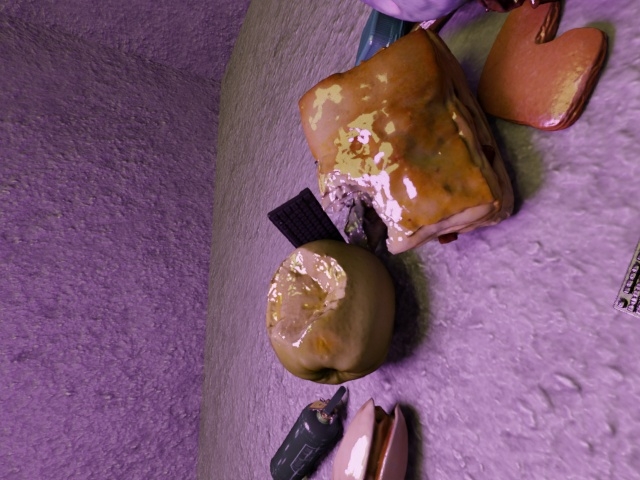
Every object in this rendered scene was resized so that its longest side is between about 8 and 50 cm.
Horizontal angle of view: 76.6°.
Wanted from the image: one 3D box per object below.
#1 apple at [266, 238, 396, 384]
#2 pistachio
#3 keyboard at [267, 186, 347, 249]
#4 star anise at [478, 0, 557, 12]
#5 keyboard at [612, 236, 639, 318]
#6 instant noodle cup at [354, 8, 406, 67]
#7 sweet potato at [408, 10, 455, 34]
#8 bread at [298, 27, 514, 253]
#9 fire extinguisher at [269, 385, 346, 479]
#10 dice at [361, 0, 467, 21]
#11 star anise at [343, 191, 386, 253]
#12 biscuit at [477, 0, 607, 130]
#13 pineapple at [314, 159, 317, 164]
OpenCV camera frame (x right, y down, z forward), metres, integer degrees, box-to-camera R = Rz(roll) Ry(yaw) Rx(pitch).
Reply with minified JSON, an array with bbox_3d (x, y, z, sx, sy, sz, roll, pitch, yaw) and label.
[{"bbox_3d":[0.020,0.141,0.790,0.279,0.278,0.280,-31,55,58],"label":"apple"},{"bbox_3d":[0.089,0.395,0.722,0.152,0.126,0.224,-17,-60,-79],"label":"pistachio"},{"bbox_3d":[0.000,0.000,0.844,0.100,0.310,0.018,-32,55,4],"label":"keyboard"},{"bbox_3d":[0.306,-0.381,0.524,0.220,0.125,0.190,-46,36,14],"label":"star anise"},{"bbox_3d":[0.365,-0.008,0.406,0.074,0.015,0.197,36,115,61],"label":"keyboard"},{"bbox_3d":[0.130,-0.447,0.909,0.157,0.070,0.179,133,151,-66],"label":"instant noodle cup"},{"bbox_3d":[0.212,-0.421,0.813,0.182,0.053,0.054,-52,-1,41],"label":"sweet potato"},{"bbox_3d":[0.108,-0.161,0.675,0.314,0.191,0.371,-21,67,32],"label":"bread"},{"bbox_3d":[-0.026,0.469,0.971,0.095,0.114,0.311,37,125,17],"label":"fire extinguisher"},{"bbox_3d":[0.158,-0.562,0.673,0.270,0.271,0.270,-63,31,9],"label":"dice"},{"bbox_3d":[0.103,-0.118,0.874,0.198,0.110,0.258,-126,44,-55],"label":"star anise"},{"bbox_3d":[0.311,-0.261,0.577,0.192,0.036,0.187,52,126,55],"label":"biscuit"},{"bbox_3d":[0.022,-0.288,1.116,0.125,0.125,0.252,-8,85,63],"label":"pineapple"}]
